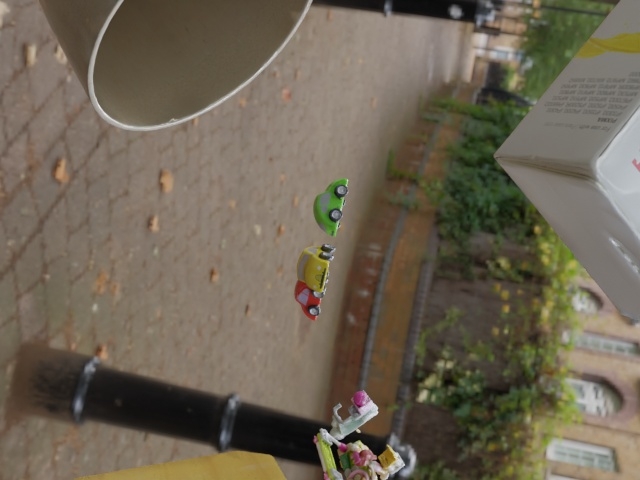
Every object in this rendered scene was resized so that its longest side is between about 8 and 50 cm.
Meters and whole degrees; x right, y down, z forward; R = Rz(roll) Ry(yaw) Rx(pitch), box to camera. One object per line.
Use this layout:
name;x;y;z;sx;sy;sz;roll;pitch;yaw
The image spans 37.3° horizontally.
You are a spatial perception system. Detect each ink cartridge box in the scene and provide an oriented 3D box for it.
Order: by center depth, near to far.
ink cartridge box;0.405;-0.127;0.975;0.385;0.279;0.160;-50;-155;-10

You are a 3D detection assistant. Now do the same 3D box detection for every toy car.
toy car;0.000;0.000;1.561;0.239;0.053;0.225;102;1;-73

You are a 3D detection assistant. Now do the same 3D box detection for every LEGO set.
LEGO set;0.082;0.314;1.248;0.132;0.287;0.107;-46;133;-4

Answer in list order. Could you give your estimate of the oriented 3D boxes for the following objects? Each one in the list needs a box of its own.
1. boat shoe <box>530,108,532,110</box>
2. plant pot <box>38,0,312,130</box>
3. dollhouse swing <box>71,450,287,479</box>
boat shoe;0.448;-0.131;1.320;0.122;0.323;0.120;-6;100;-54
plant pot;-0.181;-0.291;0.895;0.256;0.274;0.256;-36;163;-13
dollhouse swing;-0.157;0.427;1.091;0.305;0.346;0.315;148;-66;-74
